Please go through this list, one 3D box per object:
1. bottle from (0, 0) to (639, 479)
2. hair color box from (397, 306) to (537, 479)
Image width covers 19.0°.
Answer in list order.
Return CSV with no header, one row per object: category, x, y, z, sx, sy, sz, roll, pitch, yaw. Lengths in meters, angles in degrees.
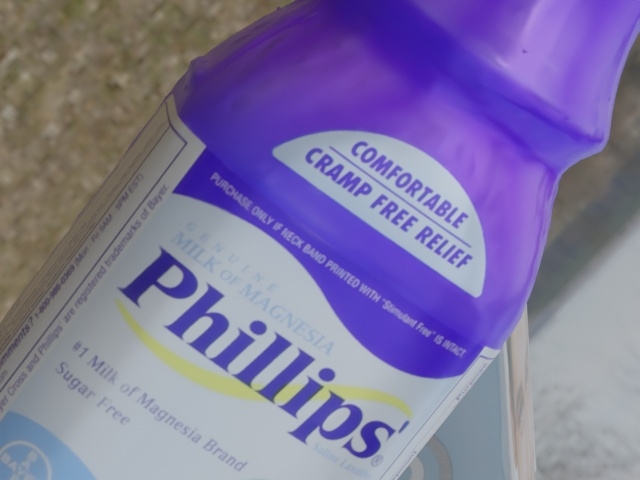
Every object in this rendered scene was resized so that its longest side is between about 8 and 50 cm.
bottle,0.000,0.000,0.541,0.283,0.118,0.092,-52,-165,10
hair color box,0.061,0.157,1.053,0.113,0.374,0.185,-3,-170,10
